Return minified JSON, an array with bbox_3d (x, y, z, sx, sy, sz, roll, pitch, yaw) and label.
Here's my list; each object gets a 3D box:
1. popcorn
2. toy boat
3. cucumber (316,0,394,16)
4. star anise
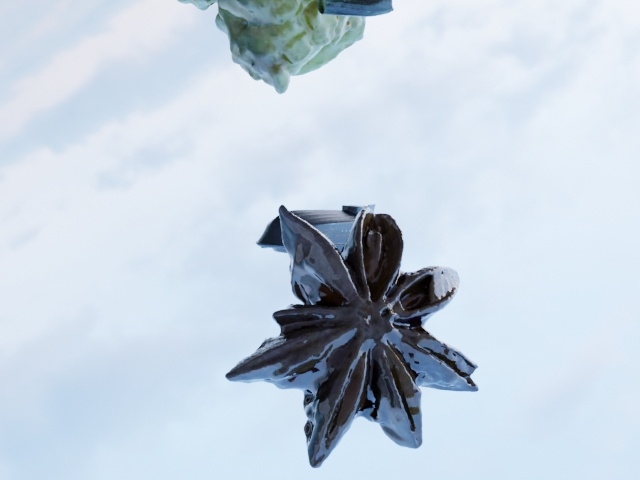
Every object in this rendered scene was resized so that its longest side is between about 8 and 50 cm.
[{"bbox_3d":[-0.061,-0.364,1.797,0.293,0.293,0.237,-18,-160,46],"label":"popcorn"},{"bbox_3d":[0.000,0.000,1.724,0.093,0.103,0.246,8,-173,42],"label":"toy boat"},{"bbox_3d":[0.048,-0.325,1.610,0.105,0.048,0.048,4,-160,-7],"label":"cucumber"},{"bbox_3d":[0.033,0.099,1.327,0.315,0.315,0.108,-48,-179,-23],"label":"star anise"}]
